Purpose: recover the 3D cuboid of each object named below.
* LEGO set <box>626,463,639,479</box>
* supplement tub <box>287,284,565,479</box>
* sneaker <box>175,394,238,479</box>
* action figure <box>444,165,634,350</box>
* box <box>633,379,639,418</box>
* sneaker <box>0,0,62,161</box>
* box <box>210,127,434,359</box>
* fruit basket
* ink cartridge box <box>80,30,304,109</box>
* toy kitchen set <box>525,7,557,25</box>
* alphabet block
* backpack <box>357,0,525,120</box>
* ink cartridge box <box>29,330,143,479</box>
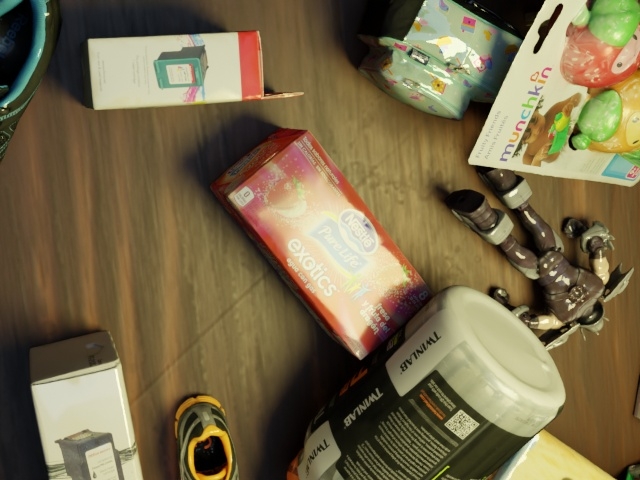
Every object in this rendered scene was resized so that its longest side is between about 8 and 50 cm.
[{"bbox_3d":[0.507,0.408,1.412,0.192,0.331,0.254,-20,93,26],"label":"LEGO set"},{"bbox_3d":[0.114,0.219,1.306,0.194,0.193,0.316,36,113,-17],"label":"supplement tub"},{"bbox_3d":[-0.134,0.300,1.349,0.084,0.083,0.214,-13,102,-15],"label":"sneaker"},{"bbox_3d":[0.281,0.020,1.420,0.185,0.099,0.285,-46,110,-12],"label":"action figure"},{"bbox_3d":[0.491,0.094,1.500,0.067,0.063,0.323,8,96,-17],"label":"box"},{"bbox_3d":[-0.384,-0.136,1.188,0.125,0.140,0.340,24,92,-19],"label":"sneaker"},{"bbox_3d":[0.000,0.000,1.318,0.123,0.128,0.257,-40,106,-7],"label":"box"},{"bbox_3d":[0.358,-0.209,1.292,0.353,0.165,0.327,1,120,-48],"label":"fruit basket"},{"bbox_3d":[-0.146,-0.191,1.248,0.231,0.134,0.077,-6,99,-15],"label":"ink cartridge box"},{"bbox_3d":[0.311,-0.255,1.397,0.083,0.068,0.075,-7,100,-14],"label":"toy kitchen set"},{"bbox_3d":[0.250,0.330,1.402,0.197,0.193,0.192,35,90,-17],"label":"alphabet block"},{"bbox_3d":[0.145,-0.219,1.306,0.189,0.166,0.144,17,94,-14],"label":"backpack"},{"bbox_3d":[-0.259,0.239,1.258,0.100,0.172,0.237,-11,101,-14],"label":"ink cartridge box"}]
